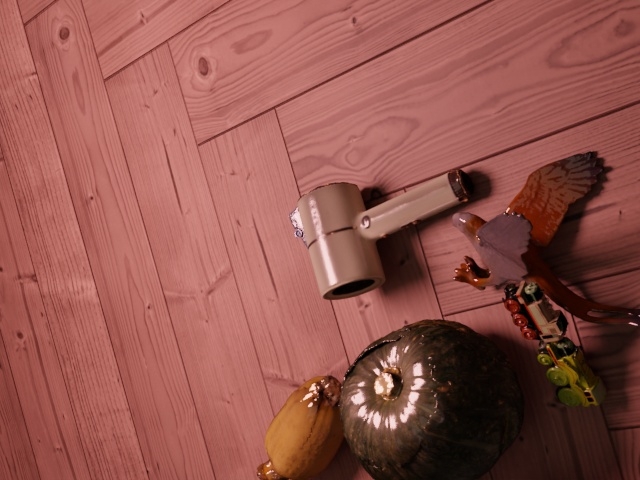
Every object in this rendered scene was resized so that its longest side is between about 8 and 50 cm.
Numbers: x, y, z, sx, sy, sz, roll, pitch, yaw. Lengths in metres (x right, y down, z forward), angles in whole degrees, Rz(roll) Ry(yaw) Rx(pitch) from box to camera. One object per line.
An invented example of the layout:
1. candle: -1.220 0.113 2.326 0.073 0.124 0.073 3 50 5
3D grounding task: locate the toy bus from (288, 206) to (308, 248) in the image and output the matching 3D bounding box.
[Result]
1. toy bus: 0.000 0.000 1.807 0.065 0.047 0.166 -44 70 31

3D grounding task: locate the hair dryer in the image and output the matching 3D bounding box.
1. hair dryer: 0.133 -0.042 1.649 0.362 0.128 0.203 -24 70 28

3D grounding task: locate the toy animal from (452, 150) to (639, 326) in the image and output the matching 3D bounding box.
1. toy animal: 0.367 0.041 1.499 0.284 0.225 0.302 55 142 -8

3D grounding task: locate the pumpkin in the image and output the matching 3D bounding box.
1. pumpkin: 0.188 0.283 1.572 0.327 0.257 0.291 -46 42 24

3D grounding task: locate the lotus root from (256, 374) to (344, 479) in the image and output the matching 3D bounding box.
1. lotus root: -0.026 0.389 1.843 0.303 0.131 0.146 -60 39 28

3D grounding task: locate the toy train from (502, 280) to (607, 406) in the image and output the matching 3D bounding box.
1. toy train: 0.379 0.167 1.466 0.085 0.053 0.249 -18 113 43
